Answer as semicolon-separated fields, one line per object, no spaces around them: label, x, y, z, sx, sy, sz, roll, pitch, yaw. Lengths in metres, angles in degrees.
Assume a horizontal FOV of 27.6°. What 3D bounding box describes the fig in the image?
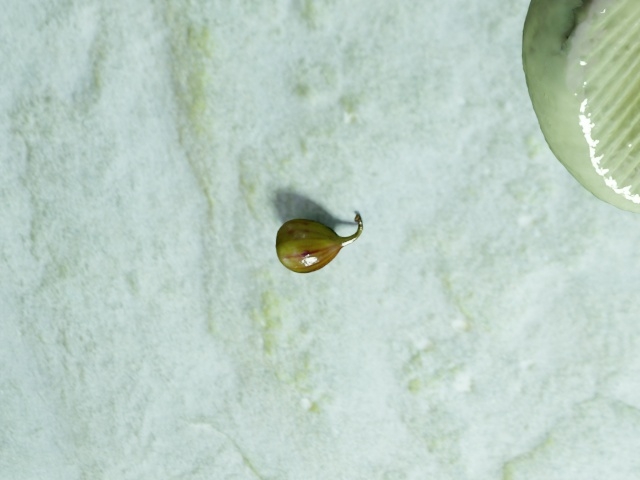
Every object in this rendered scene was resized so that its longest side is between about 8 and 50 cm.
fig;0.000;0.000;1.119;0.083;0.050;0.050;-18;117;21

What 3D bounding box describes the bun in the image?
bun;0.224;-0.125;0.807;0.222;0.127;0.222;0;119;-1
